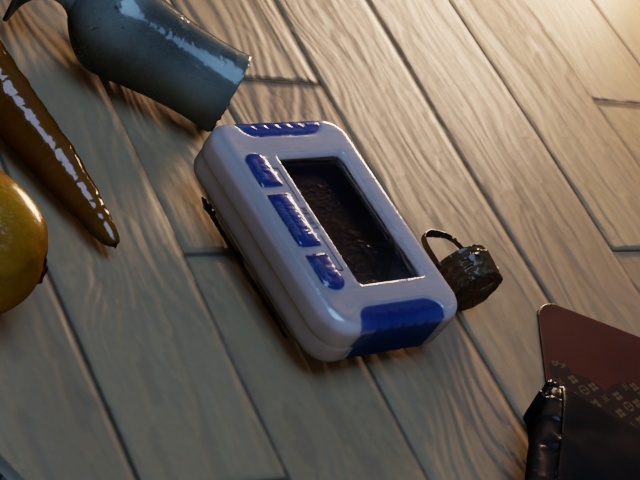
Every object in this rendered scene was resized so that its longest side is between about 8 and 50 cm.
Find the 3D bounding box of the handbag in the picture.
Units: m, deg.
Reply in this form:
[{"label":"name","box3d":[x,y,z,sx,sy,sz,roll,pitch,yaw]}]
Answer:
[{"label":"handbag","box3d":[0.286,0.257,1.536,0.247,0.080,0.223,28,31,-8]}]

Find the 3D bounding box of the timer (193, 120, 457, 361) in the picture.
[{"label":"timer","box3d":[0.000,0.000,1.604,0.178,0.078,0.253,-5,53,-44]}]

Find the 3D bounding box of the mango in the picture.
[{"label":"mango","box3d":[-0.341,-0.010,1.334,0.262,0.109,0.157,15,50,-17]}]

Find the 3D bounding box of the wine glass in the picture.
[{"label":"wine glass","box3d":[-0.185,-0.200,1.666,0.231,0.103,0.103,30,36,-10]}]

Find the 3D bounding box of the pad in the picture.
[{"label":"pad","box3d":[0.300,0.176,1.695,0.181,0.004,0.267,21,38,-18]}]

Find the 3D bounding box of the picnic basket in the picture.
[{"label":"picnic basket","box3d":[0.135,0.021,1.692,0.072,0.072,0.083,-5,50,-41]}]

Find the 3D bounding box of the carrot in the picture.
[{"label":"carrot","box3d":[-0.278,-0.122,1.543,0.336,0.069,0.069,49,39,14]}]

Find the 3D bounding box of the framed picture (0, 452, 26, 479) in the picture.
[{"label":"framed picture","box3d":[-0.294,0.209,1.146,0.274,0.017,0.217,-7,35,-42]}]
